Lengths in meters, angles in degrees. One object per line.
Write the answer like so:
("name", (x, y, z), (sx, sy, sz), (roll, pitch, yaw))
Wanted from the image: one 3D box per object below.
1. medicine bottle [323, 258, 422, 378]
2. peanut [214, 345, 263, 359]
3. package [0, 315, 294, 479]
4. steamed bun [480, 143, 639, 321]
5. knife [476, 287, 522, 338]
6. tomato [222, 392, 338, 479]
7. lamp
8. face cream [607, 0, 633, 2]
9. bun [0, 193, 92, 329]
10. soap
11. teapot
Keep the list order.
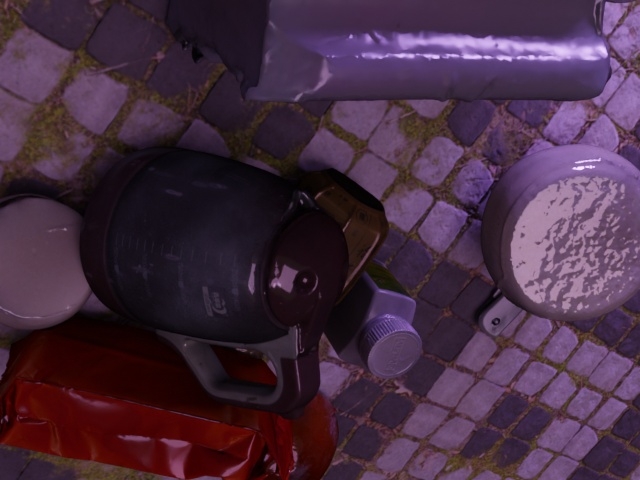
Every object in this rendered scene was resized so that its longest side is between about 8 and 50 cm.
("medicine bottle", (0.074, 0.119, 1.291), (0.088, 0.188, 0.132), (19, 110, -31))
("peanut", (-0.148, 0.186, 1.294), (0.099, 0.099, 0.214), (32, 107, -34))
("package", (-0.225, 0.218, 1.154), (0.423, 0.196, 0.123), (16, 113, -9))
("steamed bun", (0.383, -0.019, 1.344), (0.283, 0.177, 0.283), (-3, 108, -8))
("knife", (0.365, 0.055, 1.475), (0.073, 0.040, 0.265), (33, 102, -23))
("tomato", (-0.054, 0.367, 1.432), (0.199, 0.112, 0.228), (23, 110, -34))
("lamp", (0.000, 0.000, 1.213), (0.161, 0.161, 0.185), (24, 109, -32))
("face cream", (0.347, -0.408, 1.098), (0.175, 0.195, 0.175), (-11, 121, -19))
("bun", (-0.374, 0.029, 1.085), (0.173, 0.120, 0.173), (4, 82, -29))
("soap", (0.078, -0.290, 0.977), (0.435, 0.350, 0.213), (-3, 112, -24))
("teapot", (-0.109, 0.056, 1.045), (0.233, 0.312, 0.315), (-16, 112, -47))
